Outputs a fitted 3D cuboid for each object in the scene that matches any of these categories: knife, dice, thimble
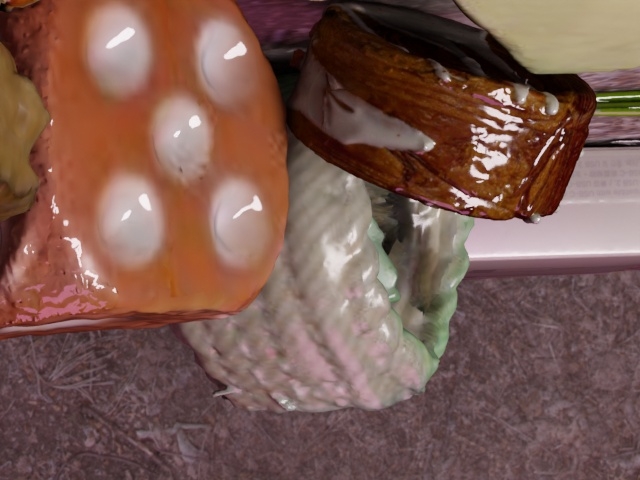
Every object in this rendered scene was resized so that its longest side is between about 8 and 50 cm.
[{"bbox_3d":[0.184,-0.094,1.227,0.184,0.022,0.026,-2,149,-3],"label":"knife"},{"bbox_3d":[-0.133,-0.042,0.855,0.174,0.179,0.175,-9,176,39],"label":"dice"},{"bbox_3d":[0.000,0.000,1.095,0.150,0.219,0.219,-4,174,28],"label":"thimble"}]

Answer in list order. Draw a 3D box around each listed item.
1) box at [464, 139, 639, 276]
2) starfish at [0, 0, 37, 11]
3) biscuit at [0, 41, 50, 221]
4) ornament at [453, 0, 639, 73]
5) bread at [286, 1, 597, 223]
[{"bbox_3d":[0.161,-0.022,1.533,0.251,0.106,0.203,-1,175,-10],"label":"box"},{"bbox_3d":[-0.133,-0.106,0.575,0.303,0.113,0.312,-7,175,33],"label":"starfish"},{"bbox_3d":[-0.303,-0.015,0.398,0.394,0.076,0.368,-11,173,18],"label":"biscuit"},{"bbox_3d":[0.122,-0.125,0.762,0.180,0.059,0.201,0,171,-19],"label":"ornament"},{"bbox_3d":[0.061,-0.067,0.895,0.160,0.073,0.160,15,-163,-5],"label":"bread"}]
